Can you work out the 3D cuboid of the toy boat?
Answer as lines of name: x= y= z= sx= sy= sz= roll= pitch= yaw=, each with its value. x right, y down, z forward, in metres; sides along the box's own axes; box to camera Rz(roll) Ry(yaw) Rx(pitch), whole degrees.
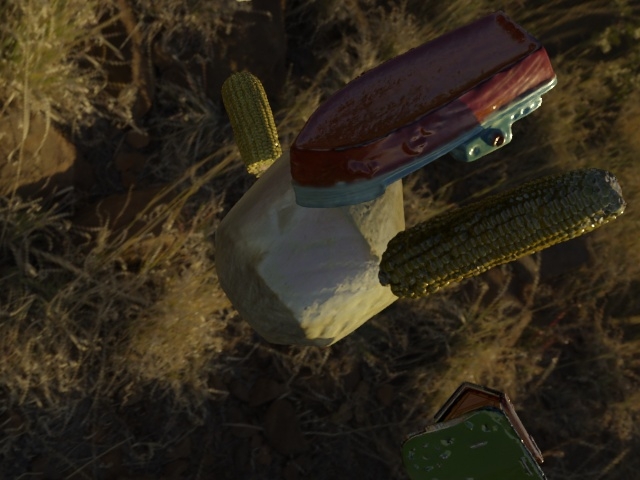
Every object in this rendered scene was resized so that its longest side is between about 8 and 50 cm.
toy boat: x=0.112 y=-0.134 z=0.923 sx=0.145 sy=0.332 sz=0.133 roll=62 pitch=-1 yaw=44

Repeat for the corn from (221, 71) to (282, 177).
corn: x=-0.143 y=-0.248 z=1.630 sx=0.093 sy=0.093 sz=0.244 roll=3 pitch=57 yaw=-39

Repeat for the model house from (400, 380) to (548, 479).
model house: x=0.276 y=0.376 z=1.373 sx=0.294 sy=0.207 sz=0.154 roll=57 pitch=19 yaw=-25

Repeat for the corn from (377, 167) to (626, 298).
corn: x=0.208 y=-0.008 z=0.947 sx=0.097 sy=0.320 sz=0.097 roll=35 pitch=44 yaw=-41

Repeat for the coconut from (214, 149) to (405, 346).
coconut: x=0.000 y=0.000 z=1.188 sx=0.329 sy=0.329 sz=0.328 roll=19 pitch=58 yaw=-32
